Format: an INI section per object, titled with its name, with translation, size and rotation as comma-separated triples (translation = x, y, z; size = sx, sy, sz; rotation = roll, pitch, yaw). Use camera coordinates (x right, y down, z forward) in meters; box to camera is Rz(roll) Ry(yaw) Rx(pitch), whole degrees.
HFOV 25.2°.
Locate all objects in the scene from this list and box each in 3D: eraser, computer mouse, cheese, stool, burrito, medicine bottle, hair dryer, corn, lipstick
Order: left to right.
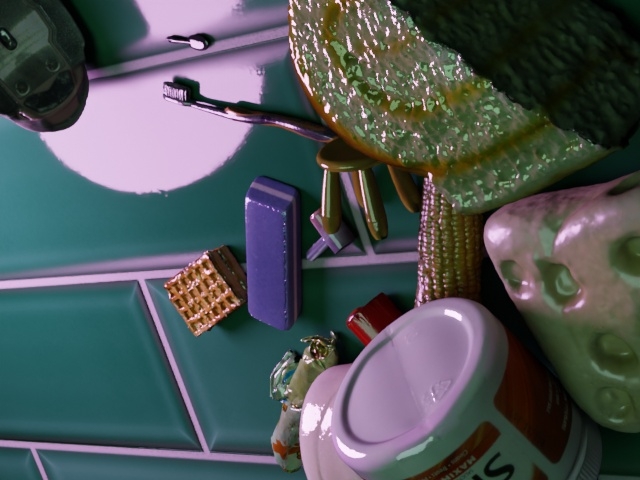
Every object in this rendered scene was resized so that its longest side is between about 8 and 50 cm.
[computer mouse]
translation = -0.499, -0.320, 2.157
size = 0.389, 0.199, 0.115
rotation = 52, 162, -3
[eraser]
translation = -0.069, 0.020, 2.075
size = 0.082, 0.036, 0.225
rotation = 20, 125, 32
[burrito]
translation = -0.035, 0.235, 2.163
size = 0.104, 0.054, 0.288
rotation = 39, 135, 21
[hair dryer]
translation = 0.000, 0.000, 2.009
size = 0.063, 0.037, 0.114
rotation = 53, 144, 6
[stool]
translation = 0.060, -0.073, 1.858
size = 0.135, 0.134, 0.110
rotation = -109, 6, -67
[lipstick]
translation = 0.150, 0.192, 1.959
size = 0.280, 0.073, 0.073
rotation = 48, 136, 8
[corn]
translation = 0.166, 0.021, 1.828
size = 0.097, 0.097, 0.320
rotation = 19, 124, 33
[medicine bottle]
translation = 0.176, 0.231, 1.749
size = 0.252, 0.252, 0.241
rotation = -17, 130, 45
[cheese]
translation = 0.389, 0.075, 1.642
size = 0.351, 0.129, 0.328
rotation = -14, 109, 45

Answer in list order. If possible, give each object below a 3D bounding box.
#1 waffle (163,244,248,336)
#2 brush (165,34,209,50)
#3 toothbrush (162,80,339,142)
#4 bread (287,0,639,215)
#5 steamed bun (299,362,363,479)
[waffle]
translation = -0.170, 0.077, 2.193
size = 0.102, 0.042, 0.148
rotation = 55, 137, 0
[brush]
translation = -0.188, -0.281, 2.025
size = 0.083, 0.008, 0.024
rotation = 11, 122, 38
[toothbrush]
translation = -0.102, -0.176, 2.002
size = 0.321, 0.023, 0.031
rotation = 20, 128, 33
[bread]
translation = 0.162, -0.183, 1.619
size = 0.395, 0.239, 0.264
rotation = 43, 139, 12
[steamed bun]
translation = 0.069, 0.299, 2.026
size = 0.146, 0.164, 0.242
rotation = -7, 110, 45
